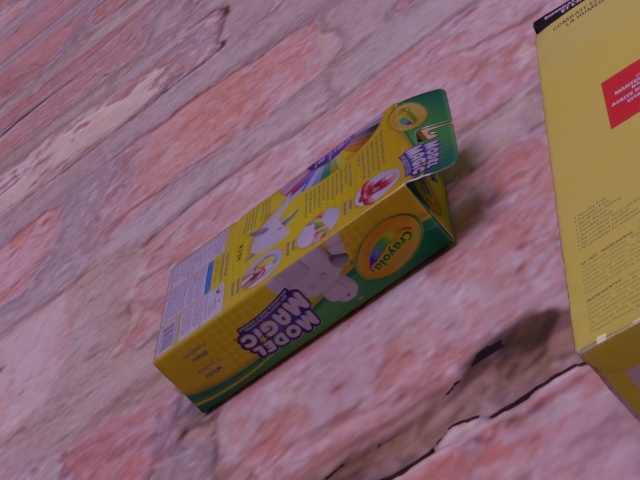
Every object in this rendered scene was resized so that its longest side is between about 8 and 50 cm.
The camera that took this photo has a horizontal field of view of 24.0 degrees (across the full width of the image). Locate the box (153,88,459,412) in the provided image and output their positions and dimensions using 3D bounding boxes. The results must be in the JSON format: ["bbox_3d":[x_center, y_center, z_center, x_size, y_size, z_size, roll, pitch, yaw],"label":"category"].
[{"bbox_3d":[0.000,0.000,0.751,0.179,0.043,0.105,-37,21,18],"label":"box"}]

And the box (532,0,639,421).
[{"bbox_3d":[0.122,-0.014,0.506,0.058,0.087,0.232,-34,22,22],"label":"box"}]
